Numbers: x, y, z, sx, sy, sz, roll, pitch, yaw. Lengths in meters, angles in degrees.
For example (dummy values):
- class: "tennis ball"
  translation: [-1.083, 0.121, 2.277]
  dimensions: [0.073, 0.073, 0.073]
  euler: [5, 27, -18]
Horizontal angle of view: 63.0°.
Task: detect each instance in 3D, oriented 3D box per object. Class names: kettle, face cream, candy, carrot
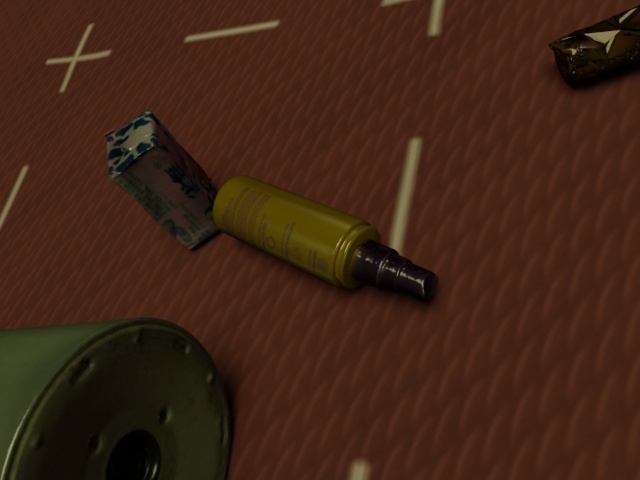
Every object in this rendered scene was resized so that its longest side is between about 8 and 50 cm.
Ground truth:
- class: "kettle"
  translation: [-0.309, 0.258, 0.517]
  dimensions: [0.377, 0.250, 0.360]
  euler: [-4, 92, 25]
- class: "face cream"
  translation: [0.000, 0.000, 0.574]
  dimensions: [0.273, 0.078, 0.078]
  euler: [23, 76, 32]
- class: "candy"
  translation: [-0.189, -0.074, 0.651]
  dimensions: [0.073, 0.160, 0.092]
  euler: [-31, 49, 3]
- class: "carrot"
  translation: [0.360, -0.226, 0.540]
  dimensions: [0.229, 0.069, 0.068]
  euler: [-19, 58, 15]
